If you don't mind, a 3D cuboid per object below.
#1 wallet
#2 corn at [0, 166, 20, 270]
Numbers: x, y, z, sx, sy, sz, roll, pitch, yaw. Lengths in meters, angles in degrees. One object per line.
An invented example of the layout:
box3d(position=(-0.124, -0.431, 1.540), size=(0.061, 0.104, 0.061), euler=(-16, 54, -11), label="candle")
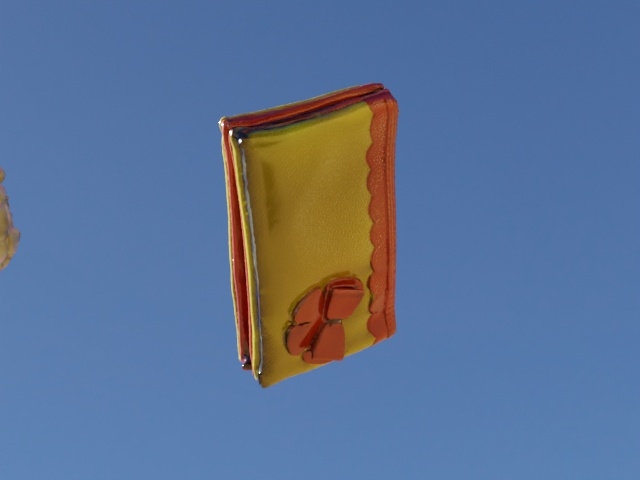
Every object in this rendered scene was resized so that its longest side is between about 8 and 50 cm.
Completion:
box3d(position=(0.000, 0.000, 1.043), size=(0.141, 0.067, 0.241), euler=(-17, -51, -18), label="wallet")
box3d(position=(-0.300, 0.012, 0.775), size=(0.126, 0.127, 0.335), euler=(-43, -12, 22), label="corn")
